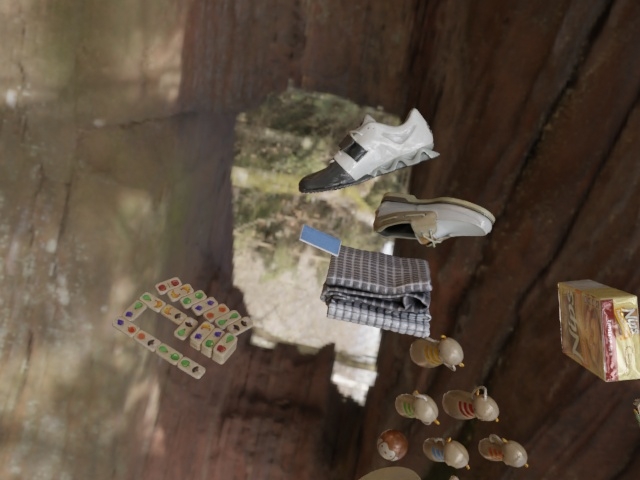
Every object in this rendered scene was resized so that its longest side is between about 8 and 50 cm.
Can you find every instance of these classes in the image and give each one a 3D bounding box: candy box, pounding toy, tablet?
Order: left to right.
[{"bbox_3d":[0.000,0.000,1.654,0.054,0.083,0.006,-76,-169,-54],"label":"tablet"},{"bbox_3d":[0.159,0.557,1.694,0.183,0.237,0.110,-44,117,-42],"label":"pounding toy"},{"bbox_3d":[0.637,0.199,1.951,0.316,0.088,0.182,-106,-168,-86],"label":"candy box"}]

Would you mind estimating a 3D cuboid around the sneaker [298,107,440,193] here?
[{"bbox_3d":[0.093,-0.206,1.933,0.122,0.331,0.146,-120,-170,-83],"label":"sneaker"}]

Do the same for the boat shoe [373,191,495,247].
[{"bbox_3d":[0.256,-0.036,1.951,0.113,0.302,0.103,44,64,-42],"label":"boat shoe"}]

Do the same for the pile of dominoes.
[{"bbox_3d":[-0.293,0.173,1.837,0.196,0.251,0.040,-49,162,-39],"label":"pile of dominoes"}]

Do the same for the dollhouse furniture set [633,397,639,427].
[{"bbox_3d":[0.787,0.423,2.060,0.152,0.059,0.076,-4,79,-45],"label":"dollhouse furniture set"}]

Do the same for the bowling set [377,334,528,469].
[{"bbox_3d":[0.208,0.322,1.439,0.200,0.287,0.154,-39,-176,-18],"label":"bowling set"}]

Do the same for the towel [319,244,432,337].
[{"bbox_3d":[0.124,0.096,1.841,0.283,0.235,0.121,-74,176,-77],"label":"towel"}]
